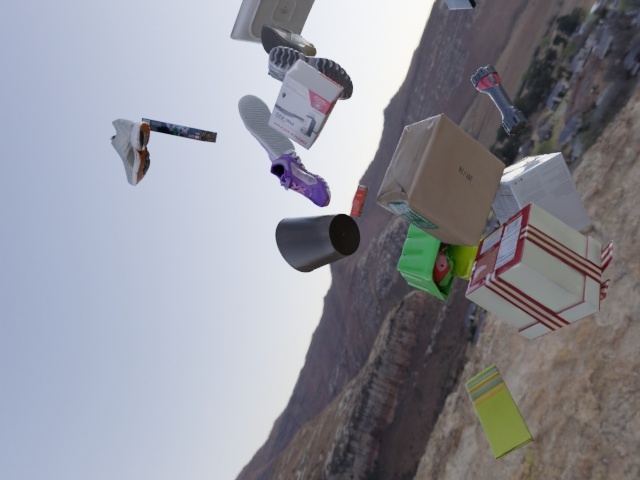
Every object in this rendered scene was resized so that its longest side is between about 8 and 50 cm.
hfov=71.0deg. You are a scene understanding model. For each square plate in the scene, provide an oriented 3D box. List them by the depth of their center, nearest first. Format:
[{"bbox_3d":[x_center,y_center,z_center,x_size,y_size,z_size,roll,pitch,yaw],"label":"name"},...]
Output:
[{"bbox_3d":[-0.158,-0.930,1.791,0.348,0.049,0.344,-13,-35,-47],"label":"square plate"}]

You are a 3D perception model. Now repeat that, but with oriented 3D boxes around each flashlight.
[{"bbox_3d":[0.715,-0.556,1.794,0.103,0.103,0.303,-45,59,48],"label":"flashlight"}]

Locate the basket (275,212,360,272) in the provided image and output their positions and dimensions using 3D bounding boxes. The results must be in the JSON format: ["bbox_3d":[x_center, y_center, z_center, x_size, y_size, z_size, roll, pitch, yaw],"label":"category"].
[{"bbox_3d":[0.000,0.000,1.385,0.227,0.204,0.154,-12,32,49],"label":"basket"}]

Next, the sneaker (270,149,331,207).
[{"bbox_3d":[-0.069,-0.180,1.388,0.105,0.236,0.095,-28,-25,-41],"label":"sneaker"}]

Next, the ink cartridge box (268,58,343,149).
[{"bbox_3d":[-0.050,-0.400,1.349,0.092,0.159,0.218,-59,3,-32],"label":"ink cartridge box"}]

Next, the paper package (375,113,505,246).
[{"bbox_3d":[0.384,-0.179,1.412,0.168,0.325,0.309,0,65,60],"label":"paper package"}]

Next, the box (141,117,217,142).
[{"bbox_3d":[-0.532,-0.416,1.705,0.159,0.233,0.044,-48,-30,-78],"label":"box"}]

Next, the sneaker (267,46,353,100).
[{"bbox_3d":[-0.031,-0.509,1.396,0.115,0.282,0.105,156,132,-71],"label":"sneaker"}]

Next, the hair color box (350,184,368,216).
[{"bbox_3d":[0.177,-0.179,2.042,0.072,0.043,0.141,-20,-55,-74],"label":"hair color box"}]

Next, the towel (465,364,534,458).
[{"bbox_3d":[0.437,0.420,1.119,0.102,0.021,0.237,-42,20,18],"label":"towel"}]

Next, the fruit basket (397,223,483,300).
[{"bbox_3d":[0.540,0.051,1.790,0.283,0.393,0.391,47,-123,-48],"label":"fruit basket"}]

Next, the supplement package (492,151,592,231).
[{"bbox_3d":[0.725,-0.131,1.526,0.200,0.262,0.198,-29,9,-3],"label":"supplement package"}]

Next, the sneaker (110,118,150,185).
[{"bbox_3d":[-0.670,-0.313,1.571,0.099,0.121,0.262,-75,5,-52],"label":"sneaker"}]

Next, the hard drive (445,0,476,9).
[{"bbox_3d":[0.509,-0.905,1.668,0.022,0.094,0.135,-47,34,1],"label":"hard drive"}]

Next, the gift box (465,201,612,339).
[{"bbox_3d":[0.580,0.073,1.180,0.276,0.258,0.255,-58,2,-32],"label":"gift box"}]

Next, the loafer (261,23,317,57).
[{"bbox_3d":[-0.115,-0.696,1.608,0.092,0.268,0.101,-24,-35,-36],"label":"loafer"}]

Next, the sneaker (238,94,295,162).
[{"bbox_3d":[-0.194,-0.365,1.575,0.102,0.282,0.161,-32,-6,-9],"label":"sneaker"}]
